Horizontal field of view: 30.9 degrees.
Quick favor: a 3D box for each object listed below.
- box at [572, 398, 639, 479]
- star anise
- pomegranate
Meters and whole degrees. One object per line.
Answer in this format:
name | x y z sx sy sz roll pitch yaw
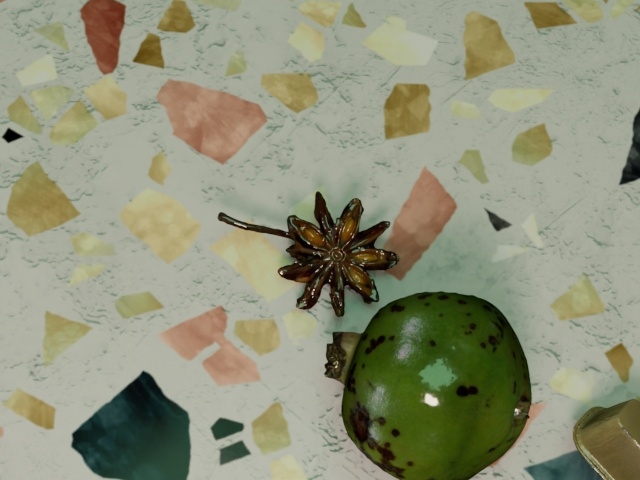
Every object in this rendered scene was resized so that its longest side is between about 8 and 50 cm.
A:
box | 0.407 0.286 1.489 0.111 0.111 0.177 -38 77 -20
star anise | -0.002 -0.002 1.594 0.177 0.073 0.234 -41 91 -12
pomegranate | 0.128 0.179 1.442 0.270 0.254 0.254 13 64 12
